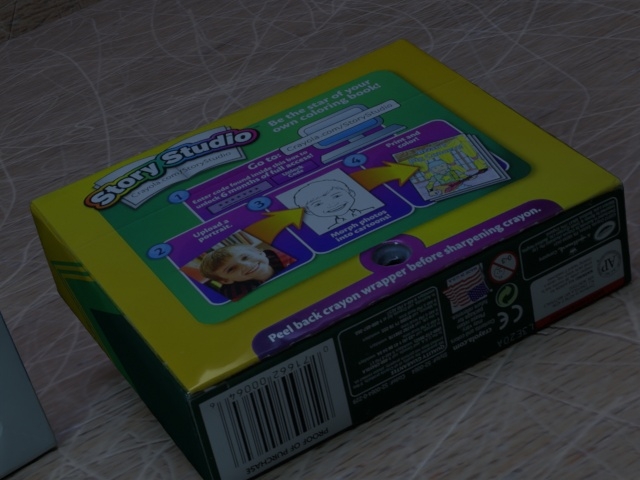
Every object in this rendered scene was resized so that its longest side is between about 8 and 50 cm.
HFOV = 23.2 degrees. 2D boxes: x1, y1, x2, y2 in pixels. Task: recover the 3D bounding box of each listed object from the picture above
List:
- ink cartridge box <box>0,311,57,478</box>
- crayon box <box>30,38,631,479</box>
[{"bbox_3d":[-0.319,0.105,1.267,0.078,0.134,0.231,-31,25,-29],"label":"ink cartridge box"},{"bbox_3d":[0.000,0.000,1.216,0.363,0.106,0.313,-25,36,-18],"label":"crayon box"}]
